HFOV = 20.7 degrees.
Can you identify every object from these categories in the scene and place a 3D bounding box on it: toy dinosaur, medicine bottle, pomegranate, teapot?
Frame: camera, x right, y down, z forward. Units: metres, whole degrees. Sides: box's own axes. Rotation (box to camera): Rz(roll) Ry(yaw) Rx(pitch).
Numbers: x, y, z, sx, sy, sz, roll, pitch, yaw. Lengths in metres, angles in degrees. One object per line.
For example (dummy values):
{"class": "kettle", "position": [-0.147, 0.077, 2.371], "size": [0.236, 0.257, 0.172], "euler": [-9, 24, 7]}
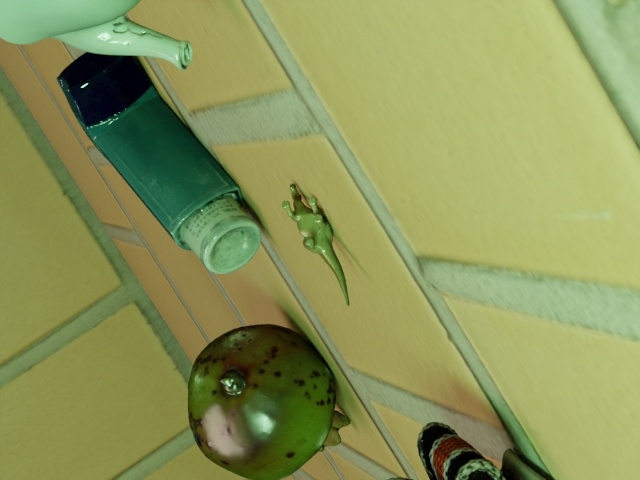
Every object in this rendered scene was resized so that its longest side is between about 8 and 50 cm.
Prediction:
{"class": "toy dinosaur", "position": [-0.002, -0.002, 1.352], "size": [0.113, 0.026, 0.041], "euler": [61, 180, 27]}
{"class": "medicine bottle", "position": [-0.152, -0.076, 1.674], "size": [0.258, 0.079, 0.124], "euler": [49, 167, 35]}
{"class": "pomegranate", "position": [-0.048, 0.170, 1.802], "size": [0.205, 0.159, 0.159], "euler": [30, -166, -49]}
{"class": "teapot", "position": [-0.159, -0.216, 1.168], "size": [0.159, 0.159, 0.232], "euler": [42, 152, 54]}

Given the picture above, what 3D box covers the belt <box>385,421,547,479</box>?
{"class": "belt", "position": [0.157, 0.290, 1.256], "size": [0.359, 0.126, 0.094], "euler": [60, 171, -22]}
